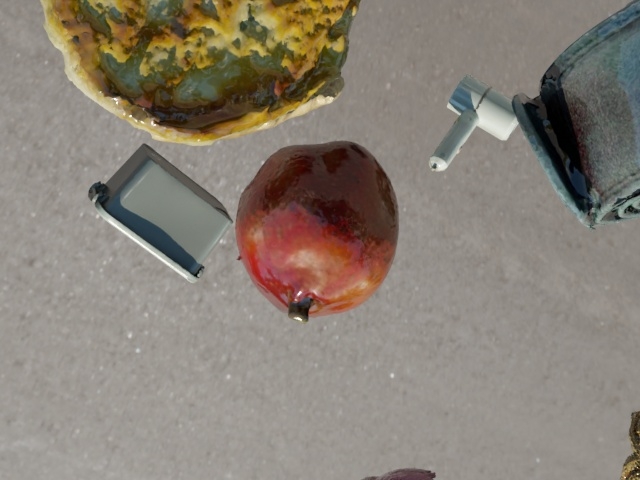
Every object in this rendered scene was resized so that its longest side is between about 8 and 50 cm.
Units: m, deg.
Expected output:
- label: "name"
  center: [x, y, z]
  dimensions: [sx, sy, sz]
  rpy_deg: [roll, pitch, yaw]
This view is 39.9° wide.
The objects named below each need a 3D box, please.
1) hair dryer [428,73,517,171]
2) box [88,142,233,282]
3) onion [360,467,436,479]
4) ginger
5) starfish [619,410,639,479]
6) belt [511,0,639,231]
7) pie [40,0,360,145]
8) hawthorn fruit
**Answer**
- label: "hair dryer"
  center: [0.169, -0.123, 1.014]
  dimensions: [0.082, 0.137, 0.047]
  rpy_deg: [34, 155, 9]
- label: "box"
  center: [-0.277, -0.055, 1.577]
  dimensions: [0.243, 0.163, 0.135]
  rpy_deg: [40, 93, -25]
- label: "onion"
  center: [0.111, 0.399, 1.047]
  dimensions: [0.267, 0.159, 0.348]
  rpy_deg: [53, 142, 19]
- label: "ginger"
  center: [-0.109, -0.196, 1.305]
  dimensions: [0.334, 0.148, 0.081]
  rpy_deg: [-13, 95, -20]
- label: "starfish"
  center: [0.431, 0.278, 1.119]
  dimensions: [0.074, 0.146, 0.190]
  rpy_deg: [3, 148, -25]
- label: "belt"
  center: [0.230, -0.087, 0.478]
  dimensions: [0.268, 0.116, 0.206]
  rpy_deg: [-15, 169, -15]
- label: "pie"
  center: [-0.106, -0.241, 0.801]
  dimensions: [0.315, 0.092, 0.315]
  rpy_deg: [-2, 95, -24]
- label: "hawthorn fruit"
  center: [0.000, 0.000, 0.855]
  dimensions: [0.169, 0.188, 0.169]
  rpy_deg: [0, 143, 0]
